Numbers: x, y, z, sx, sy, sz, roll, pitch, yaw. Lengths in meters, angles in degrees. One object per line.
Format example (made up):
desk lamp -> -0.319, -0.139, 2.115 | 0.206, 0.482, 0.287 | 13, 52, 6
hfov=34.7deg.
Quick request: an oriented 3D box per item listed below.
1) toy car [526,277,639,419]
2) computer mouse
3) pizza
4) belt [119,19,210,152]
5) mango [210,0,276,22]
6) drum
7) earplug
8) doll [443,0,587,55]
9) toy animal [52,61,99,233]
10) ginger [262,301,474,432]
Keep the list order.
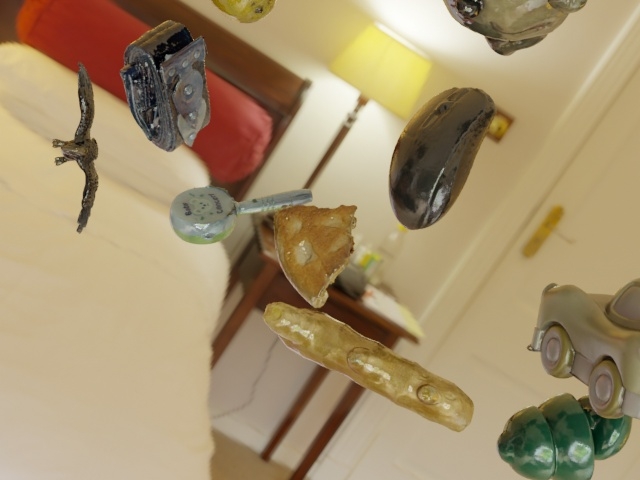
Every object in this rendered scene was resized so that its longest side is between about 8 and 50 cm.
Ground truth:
toy car -> 0.501, 0.140, 1.576 | 0.242, 0.226, 0.336 | 7, 14, -16
computer mouse -> 0.188, -0.151, 1.711 | 0.138, 0.269, 0.086 | 15, -14, 46
pizza -> 0.000, 0.000, 1.659 | 0.182, 0.161, 0.062 | 51, 6, 33
belt -> -0.259, -0.243, 1.673 | 0.122, 0.128, 0.218 | 33, -31, 26
mango -> -0.131, -0.406, 1.572 | 0.137, 0.098, 0.195 | 44, 14, -35
drum -> -0.136, -0.045, 1.786 | 0.253, 0.049, 0.130 | -2, 39, -5
earplug -> 0.442, 0.311, 1.839 | 0.164, 0.280, 0.257 | -171, -113, -79
doll -> 0.334, -0.433, 1.451 | 0.252, 0.379, 0.382 | 62, -17, 6
toy animal -> -0.315, -0.119, 1.344 | 0.062, 0.220, 0.108 | -1, 2, -22
ginger -> 0.062, 0.157, 1.317 | 0.299, 0.065, 0.118 | 24, -2, 22
